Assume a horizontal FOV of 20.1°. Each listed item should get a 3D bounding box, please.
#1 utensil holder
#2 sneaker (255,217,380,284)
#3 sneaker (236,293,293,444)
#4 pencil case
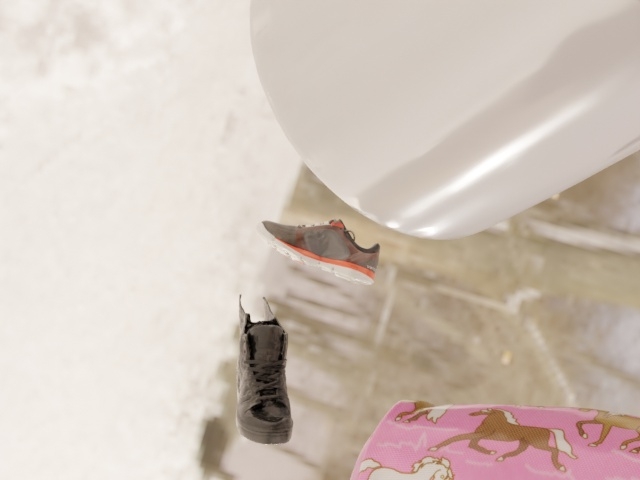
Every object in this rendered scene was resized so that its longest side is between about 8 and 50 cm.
[{"bbox_3d":[0.173,-0.207,1.374,0.385,0.327,0.328,-33,-152,45],"label":"utensil holder"},{"bbox_3d":[0.000,0.000,2.180,0.061,0.158,0.065,117,-4,-83],"label":"sneaker"},{"bbox_3d":[-0.055,0.119,1.684,0.170,0.051,0.089,-115,-152,-70],"label":"sneaker"},{"bbox_3d":[0.211,0.207,1.190,0.160,0.386,0.167,-62,145,-41],"label":"pencil case"}]
